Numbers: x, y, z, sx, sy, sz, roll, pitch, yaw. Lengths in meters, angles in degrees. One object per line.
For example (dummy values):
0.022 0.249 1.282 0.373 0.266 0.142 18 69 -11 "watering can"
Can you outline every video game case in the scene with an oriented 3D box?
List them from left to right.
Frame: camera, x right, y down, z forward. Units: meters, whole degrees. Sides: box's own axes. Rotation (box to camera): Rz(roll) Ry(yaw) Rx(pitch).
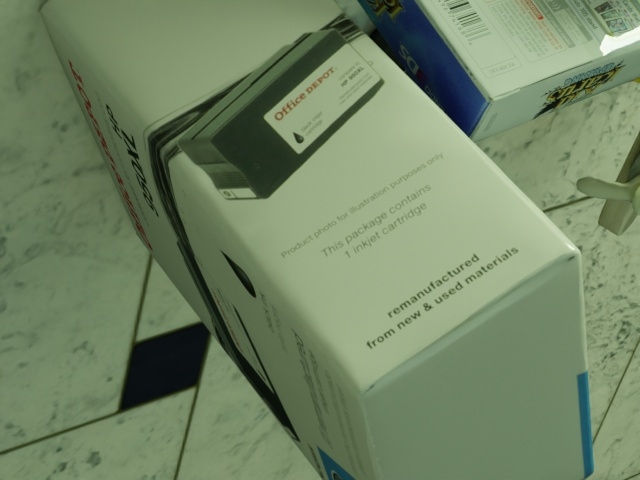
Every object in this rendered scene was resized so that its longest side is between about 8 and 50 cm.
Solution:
0.126 -0.215 1.233 0.244 0.269 0.061 -22 158 -28 "video game case"

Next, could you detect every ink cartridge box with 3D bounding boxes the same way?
0.000 0.000 1.234 0.166 0.395 0.285 -32 145 -12 "ink cartridge box"

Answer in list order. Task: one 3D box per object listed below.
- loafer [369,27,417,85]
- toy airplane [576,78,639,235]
0.048 -0.131 1.441 0.061 0.062 0.170 -2 129 -39 "loafer"
0.336 -0.198 1.472 0.384 0.272 0.386 -42 147 -2 "toy airplane"
